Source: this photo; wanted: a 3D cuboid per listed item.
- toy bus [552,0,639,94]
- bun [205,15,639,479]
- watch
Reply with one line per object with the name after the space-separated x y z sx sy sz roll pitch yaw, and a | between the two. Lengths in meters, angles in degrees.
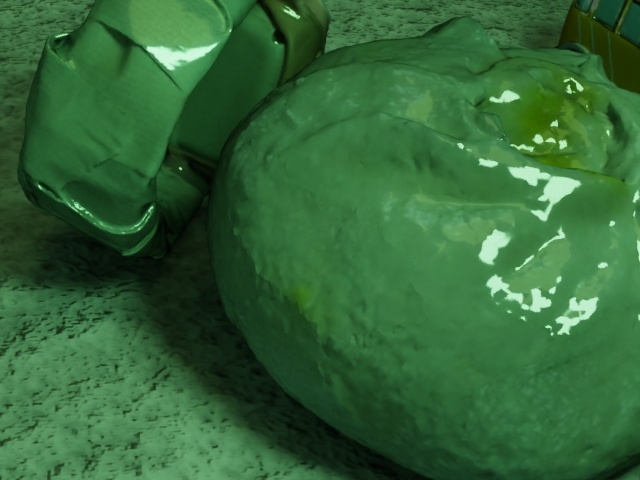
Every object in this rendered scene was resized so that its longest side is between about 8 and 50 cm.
0.317 -0.173 1.309 0.126 0.136 0.209 -14 41 -32 | toy bus
0.112 -0.008 0.931 0.362 0.211 0.362 15 33 -10 | bun
-0.107 -0.093 0.981 0.162 0.253 0.241 26 43 3 | watch
